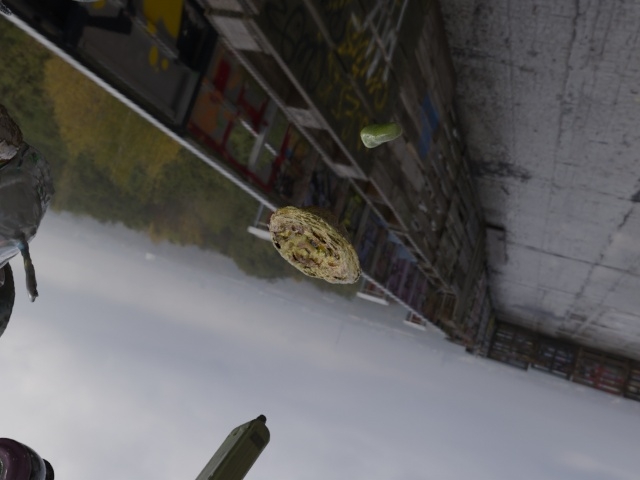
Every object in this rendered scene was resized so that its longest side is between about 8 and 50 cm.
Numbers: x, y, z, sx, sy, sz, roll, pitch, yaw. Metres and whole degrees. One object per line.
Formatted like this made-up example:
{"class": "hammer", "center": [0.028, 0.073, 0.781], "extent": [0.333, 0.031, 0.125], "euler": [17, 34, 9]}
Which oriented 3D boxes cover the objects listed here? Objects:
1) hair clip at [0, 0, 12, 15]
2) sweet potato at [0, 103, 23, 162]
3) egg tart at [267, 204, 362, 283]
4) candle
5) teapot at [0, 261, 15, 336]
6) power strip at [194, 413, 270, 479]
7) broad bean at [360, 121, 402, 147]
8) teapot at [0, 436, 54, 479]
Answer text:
{"class": "hair clip", "center": [-0.738, -0.499, 1.197], "extent": [0.220, 0.054, 0.140], "euler": [1, -156, -28]}
{"class": "sweet potato", "center": [-0.304, -0.111, 0.485], "extent": [0.068, 0.068, 0.226], "euler": [17, 161, 6]}
{"class": "egg tart", "center": [0.000, 0.000, 0.686], "extent": [0.129, 0.049, 0.128], "euler": [27, 152, 16]}
{"class": "candle", "center": [-0.400, -0.048, 0.652], "extent": [0.330, 0.187, 0.187], "euler": [29, 174, 10]}
{"class": "teapot", "center": [-0.736, 0.087, 1.032], "extent": [0.300, 0.253, 0.344], "euler": [-20, 165, 29]}
{"class": "power strip", "center": [-0.199, 0.467, 1.135], "extent": [0.092, 0.387, 0.066], "euler": [-31, 100, 35]}
{"class": "broad bean", "center": [0.123, -0.215, 1.195], "extent": [0.083, 0.045, 0.063], "euler": [-12, -163, 20]}
{"class": "teapot", "center": [-0.528, 0.407, 0.997], "extent": [0.116, 0.148, 0.146], "euler": [57, 173, 28]}
